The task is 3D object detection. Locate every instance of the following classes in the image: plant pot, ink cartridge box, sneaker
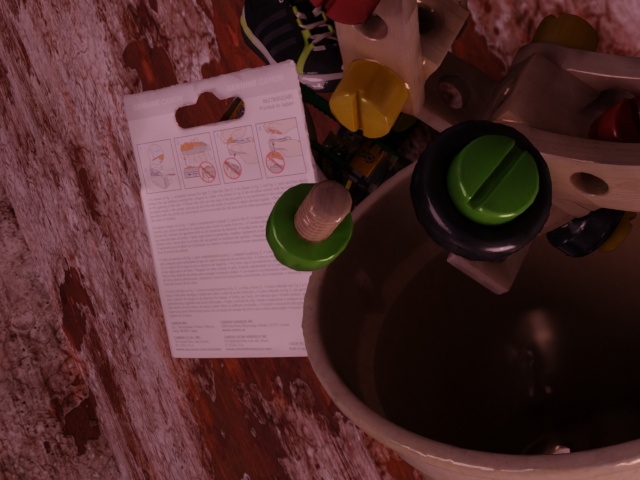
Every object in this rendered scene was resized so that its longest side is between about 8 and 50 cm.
[{"bbox_3d":[0.196,0.120,0.682,0.334,0.334,0.305,30,151,49],"label":"plant pot"},{"bbox_3d":[-0.059,-0.018,0.756,0.181,0.056,0.224,-5,97,34],"label":"ink cartridge box"},{"bbox_3d":[0.055,-0.128,1.024,0.082,0.069,0.209,61,148,26],"label":"sneaker"},{"bbox_3d":[-0.029,-0.245,1.085,0.235,0.084,0.097,41,136,42],"label":"sneaker"}]

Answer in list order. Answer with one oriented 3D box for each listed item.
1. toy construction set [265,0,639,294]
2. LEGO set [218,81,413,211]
[{"bbox_3d":[0.098,-0.111,0.522,0.237,0.258,0.308,126,148,-73],"label":"toy construction set"},{"bbox_3d":[0.000,0.000,0.903,0.192,0.331,0.255,-54,16,18],"label":"LEGO set"}]
